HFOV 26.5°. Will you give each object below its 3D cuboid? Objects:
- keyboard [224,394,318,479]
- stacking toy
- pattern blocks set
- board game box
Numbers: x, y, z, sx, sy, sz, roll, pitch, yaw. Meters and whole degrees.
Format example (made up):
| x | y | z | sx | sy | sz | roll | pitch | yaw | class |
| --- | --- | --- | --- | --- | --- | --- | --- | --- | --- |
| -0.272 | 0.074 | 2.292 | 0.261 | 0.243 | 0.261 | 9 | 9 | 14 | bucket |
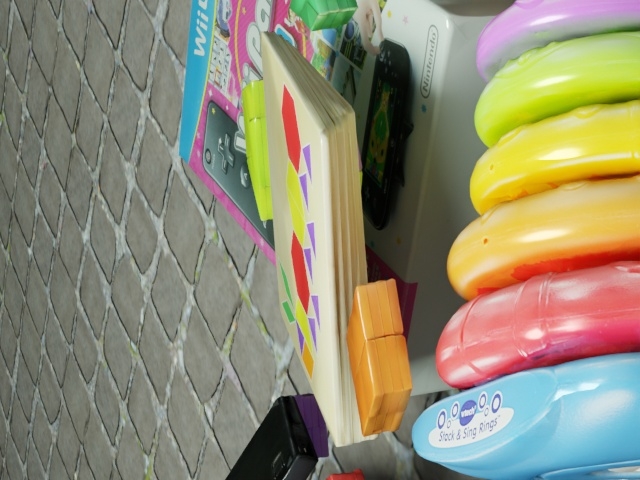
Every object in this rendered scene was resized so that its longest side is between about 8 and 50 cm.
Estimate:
| x | y | z | sx | sy | sz | roll | pitch | yaw | class |
| --- | --- | --- | --- | --- | --- | --- | --- | --- | --- |
| -0.048 | 0.184 | 0.737 | 0.192 | 0.038 | 0.100 | -59 | 19 | 17 | keyboard |
| 0.126 | -0.053 | 0.580 | 0.175 | 0.166 | 0.302 | 145 | 126 | -64 | stacking toy |
| 0.000 | 0.000 | 0.674 | 0.285 | 0.026 | 0.325 | -112 | 17 | -51 | pattern blocks set |
| 0.020 | -0.085 | 0.809 | 0.303 | 0.097 | 0.224 | 48 | 138 | 50 | board game box |
